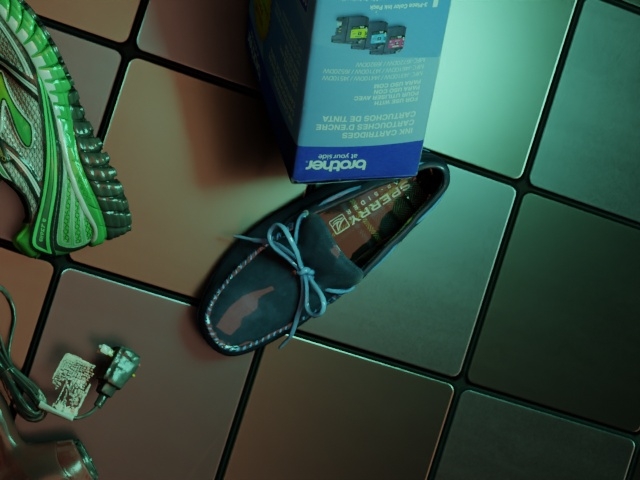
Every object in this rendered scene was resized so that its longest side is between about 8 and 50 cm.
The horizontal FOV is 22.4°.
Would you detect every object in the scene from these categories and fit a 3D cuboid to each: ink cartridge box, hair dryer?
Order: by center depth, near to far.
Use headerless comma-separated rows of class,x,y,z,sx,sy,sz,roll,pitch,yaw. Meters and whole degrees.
ink cartridge box,0.024,-0.245,1.696,0.151,0.270,0.395,-4,131,-13
hair dryer,-0.347,0.213,1.791,0.224,0.080,0.293,22,82,1

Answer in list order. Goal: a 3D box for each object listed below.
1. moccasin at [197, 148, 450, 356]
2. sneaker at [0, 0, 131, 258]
moccasin,0.000,0.000,1.831,0.342,0.117,0.137,-43,102,-9
sneaker,-0.330,-0.138,1.730,0.146,0.134,0.343,-26,100,-11
